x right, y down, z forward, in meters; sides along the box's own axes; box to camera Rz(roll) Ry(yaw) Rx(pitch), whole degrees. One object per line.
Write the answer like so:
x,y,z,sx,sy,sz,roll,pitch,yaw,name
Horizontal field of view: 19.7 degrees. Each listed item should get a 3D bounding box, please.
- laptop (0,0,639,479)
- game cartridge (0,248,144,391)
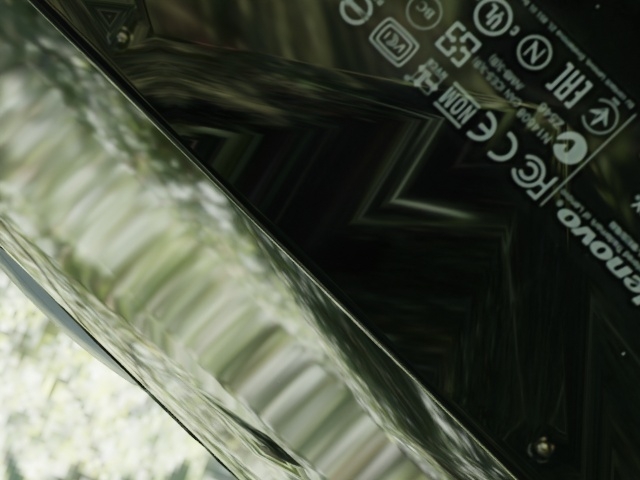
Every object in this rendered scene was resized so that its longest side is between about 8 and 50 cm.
0.055,-0.058,0.465,0.408,0.382,0.236,-45,-178,18,laptop
-0.100,-0.036,1.072,0.196,0.294,0.060,-51,-158,-27,game cartridge
